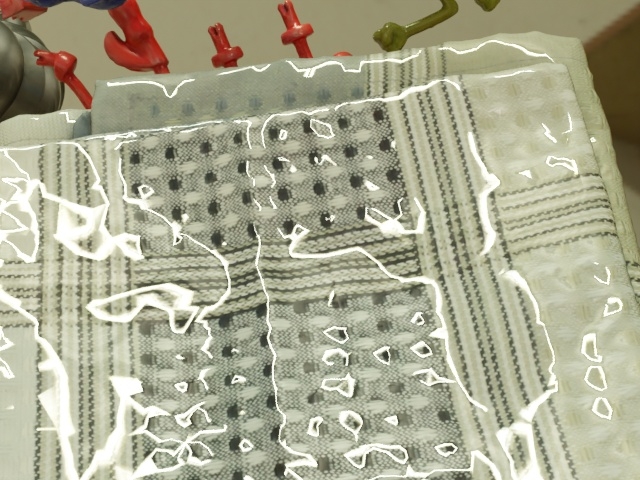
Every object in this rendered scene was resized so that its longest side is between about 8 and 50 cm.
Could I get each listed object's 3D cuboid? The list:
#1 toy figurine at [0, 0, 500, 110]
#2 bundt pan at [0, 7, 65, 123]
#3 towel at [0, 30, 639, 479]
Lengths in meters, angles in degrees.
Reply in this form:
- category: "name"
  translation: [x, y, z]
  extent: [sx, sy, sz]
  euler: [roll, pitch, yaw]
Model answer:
- category: "toy figurine"
  translation: [-0.052, -0.173, 0.874]
  extent: [0.362, 0.191, 0.217]
  euler: [-20, 2, 14]
- category: "bundt pan"
  translation: [-0.373, -0.208, 1.429]
  extent: [0.124, 0.331, 0.331]
  euler: [-42, -34, 3]
- category: "towel"
  translation: [-0.012, 0.028, 0.634]
  extent: [0.312, 0.324, 0.056]
  euler: [-9, -43, 3]
